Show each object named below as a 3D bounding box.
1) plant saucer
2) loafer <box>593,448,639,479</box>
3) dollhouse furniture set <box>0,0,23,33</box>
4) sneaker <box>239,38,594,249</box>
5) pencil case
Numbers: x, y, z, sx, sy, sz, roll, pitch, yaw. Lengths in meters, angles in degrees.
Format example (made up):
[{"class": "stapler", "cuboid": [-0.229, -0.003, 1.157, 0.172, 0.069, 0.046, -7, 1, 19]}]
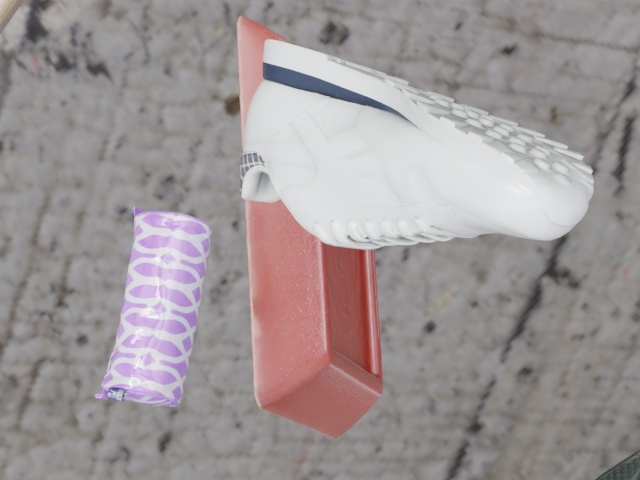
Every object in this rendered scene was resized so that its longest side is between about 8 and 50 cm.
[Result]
[{"class": "plant saucer", "cuboid": [0.000, 0.000, 1.148, 0.048, 0.258, 0.259, -5, 168, 10]}, {"class": "loafer", "cuboid": [0.203, 0.075, 0.568, 0.267, 0.096, 0.084, -35, 99, 26]}, {"class": "dollhouse furniture set", "cuboid": [-0.241, -0.234, 0.985, 0.174, 0.355, 0.303, 34, 87, -8]}, {"class": "sneaker", "cuboid": [0.043, -0.033, 0.845, 0.090, 0.235, 0.095, 15, 98, -40]}, {"class": "pencil case", "cuboid": [-0.167, 0.070, 1.656, 0.086, 0.088, 0.206, 31, 66, -54]}]
